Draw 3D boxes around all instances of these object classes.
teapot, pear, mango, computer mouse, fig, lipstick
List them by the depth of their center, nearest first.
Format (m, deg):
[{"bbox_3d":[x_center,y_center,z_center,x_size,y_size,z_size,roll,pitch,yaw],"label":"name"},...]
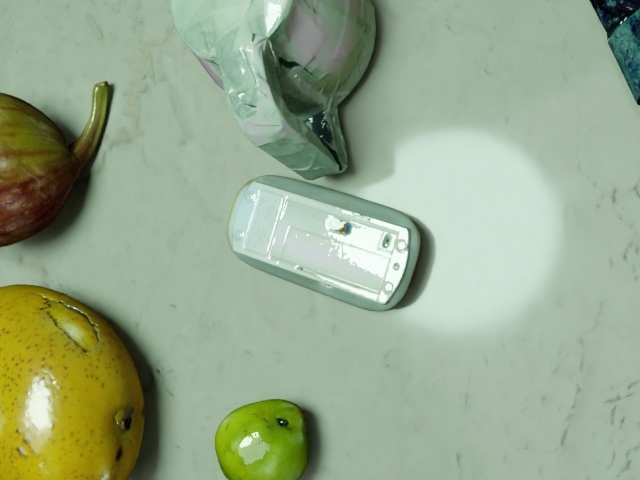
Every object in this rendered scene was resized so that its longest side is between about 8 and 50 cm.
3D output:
[{"bbox_3d":[0.245,-0.229,0.634,0.054,0.053,0.234,-25,73,20],"label":"lipstick"},{"bbox_3d":[-0.056,-0.177,0.686,0.163,0.178,0.221,11,92,24],"label":"teapot"},{"bbox_3d":[-0.056,0.194,0.714,0.092,0.092,0.096,34,101,22],"label":"pear"},{"bbox_3d":[0.001,0.000,0.722,0.199,0.045,0.102,17,93,24],"label":"computer mouse"},{"bbox_3d":[-0.300,0.149,0.792,0.290,0.160,0.190,37,108,31],"label":"mango"},{"bbox_3d":[-0.331,-0.083,0.829,0.175,0.207,0.175,33,128,58],"label":"fig"}]
